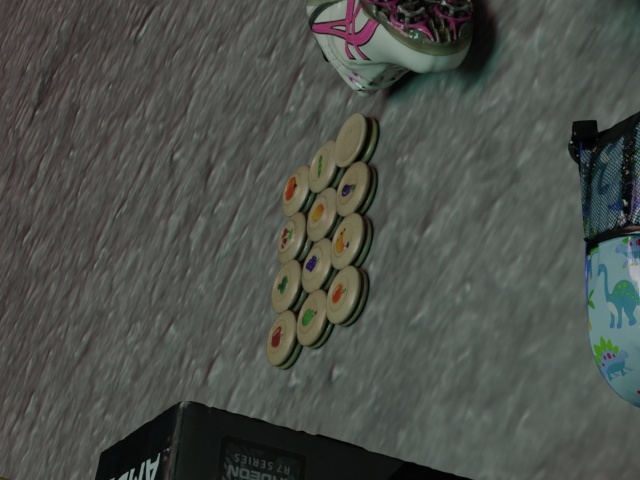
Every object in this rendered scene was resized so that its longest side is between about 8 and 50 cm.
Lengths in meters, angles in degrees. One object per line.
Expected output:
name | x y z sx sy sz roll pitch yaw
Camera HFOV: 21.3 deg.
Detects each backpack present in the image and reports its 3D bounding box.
backpack | 0.154 0.009 0.652 0.084 0.105 0.114 -26 54 57

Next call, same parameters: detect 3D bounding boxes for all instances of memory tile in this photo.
memory tile | 0.000 0.000 1.078 0.113 0.012 0.148 -37 41 50

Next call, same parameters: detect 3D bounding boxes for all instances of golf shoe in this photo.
golf shoe | 0.044 -0.125 1.036 0.186 0.067 0.086 -132 38 -62

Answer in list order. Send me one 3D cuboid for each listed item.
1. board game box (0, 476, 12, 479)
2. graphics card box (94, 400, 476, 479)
board game box | -0.126 0.241 0.801 0.064 0.316 0.242 -43 37 43
graphics card box | 0.010 0.264 0.608 0.094 0.232 0.371 -38 39 55
